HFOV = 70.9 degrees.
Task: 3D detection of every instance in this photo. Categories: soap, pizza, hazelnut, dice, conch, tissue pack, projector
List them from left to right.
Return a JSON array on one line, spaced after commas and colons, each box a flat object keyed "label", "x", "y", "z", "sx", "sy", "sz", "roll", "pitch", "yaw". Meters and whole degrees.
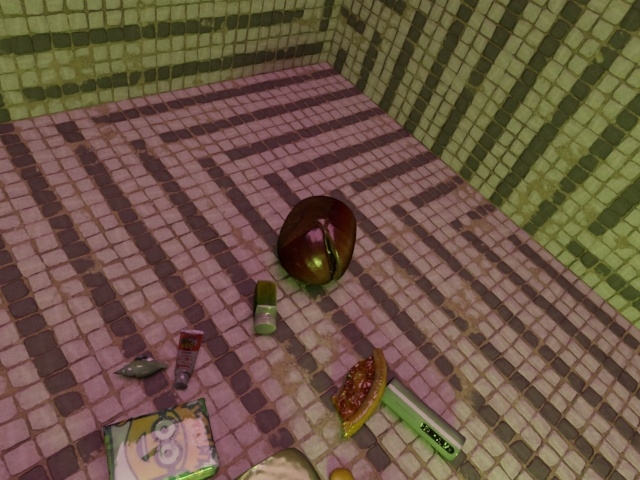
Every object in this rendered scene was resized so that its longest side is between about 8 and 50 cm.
[{"label": "conch", "x": -0.626, "y": 0.444, "z": 1.567, "sx": 0.180, "sy": 0.088, "sz": 0.065, "roll": -1, "pitch": 94, "yaw": -28}, {"label": "tissue pack", "x": -0.488, "y": 0.644, "z": 1.386, "sx": 0.310, "sy": 0.128, "sz": 0.228, "roll": -9, "pitch": 56, "yaw": -25}, {"label": "dice", "x": -0.128, "y": 0.781, "z": 1.308, "sx": 0.249, "sy": 0.255, "sz": 0.252, "roll": -17, "pitch": 56, "yaw": -33}, {"label": "hazelnut", "x": 0.000, "y": 0.000, "z": 1.970, "sx": 0.358, "sy": 0.359, "sz": 0.410, "roll": 14, "pitch": 56, "yaw": -7}, {"label": "soap", "x": 0.076, "y": 0.838, "z": 1.475, "sx": 0.089, "sy": 0.033, "sz": 0.169, "roll": 5, "pitch": 49, "yaw": -12}, {"label": "pizza", "x": 0.147, "y": 0.554, "z": 1.678, "sx": 0.182, "sy": 0.074, "sz": 0.365, "roll": 12, "pitch": 49, "yaw": 33}, {"label": "projector", "x": 0.375, "y": 0.661, "z": 1.679, "sx": 0.337, "sy": 0.108, "sz": 0.108, "roll": 39, "pitch": 50, "yaw": 16}]

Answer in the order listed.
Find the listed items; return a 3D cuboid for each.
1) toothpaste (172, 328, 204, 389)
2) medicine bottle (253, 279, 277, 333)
[{"label": "toothpaste", "x": -0.486, "y": 0.424, "z": 1.636, "sx": 0.089, "sy": 0.057, "sz": 0.234, "roll": 9, "pitch": 41, "yaw": -10}, {"label": "medicine bottle", "x": -0.221, "y": 0.269, "z": 1.797, "sx": 0.088, "sy": 0.132, "sz": 0.189, "roll": 6, "pitch": 49, "yaw": -13}]
